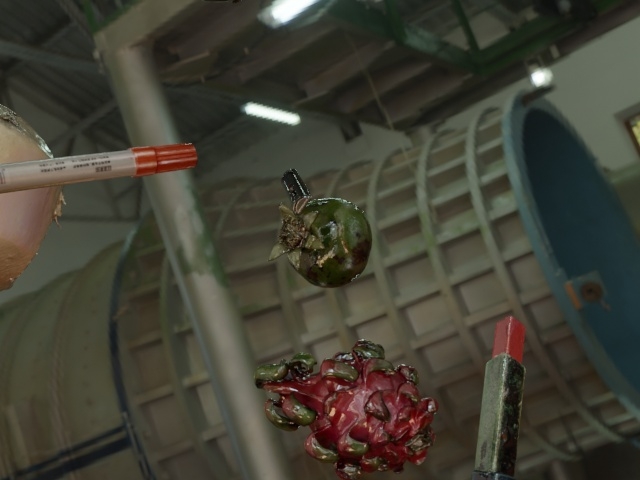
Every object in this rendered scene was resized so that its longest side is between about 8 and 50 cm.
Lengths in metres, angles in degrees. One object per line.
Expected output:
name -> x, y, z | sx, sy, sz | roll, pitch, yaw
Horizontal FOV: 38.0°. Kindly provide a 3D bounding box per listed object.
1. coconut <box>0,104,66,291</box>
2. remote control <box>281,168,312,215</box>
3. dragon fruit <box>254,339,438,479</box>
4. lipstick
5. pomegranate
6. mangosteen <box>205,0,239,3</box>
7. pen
coconut -> -0.407, -0.032, 1.035 | 0.224, 0.234, 0.224 | 3, -22, 1
remote control -> -0.033, -0.063, 1.146 | 0.016, 0.091, 0.034 | 28, -74, -26
dragon fruit -> 0.045, 0.269, 1.474 | 0.273, 0.218, 0.198 | 4, 8, -22
lipstick -> 0.220, 0.249, 1.150 | 0.051, 0.312, 0.051 | 23, -22, -35
pomegranate -> 0.006, 0.003, 1.422 | 0.148, 0.148, 0.169 | -25, -3, 22
mangosteen -> -0.102, -0.426, 1.129 | 0.287, 0.233, 0.287 | -37, 20, 16
pen -> -0.218, -0.062, 0.817 | 0.239, 0.028, 0.028 | -11, -15, -33
